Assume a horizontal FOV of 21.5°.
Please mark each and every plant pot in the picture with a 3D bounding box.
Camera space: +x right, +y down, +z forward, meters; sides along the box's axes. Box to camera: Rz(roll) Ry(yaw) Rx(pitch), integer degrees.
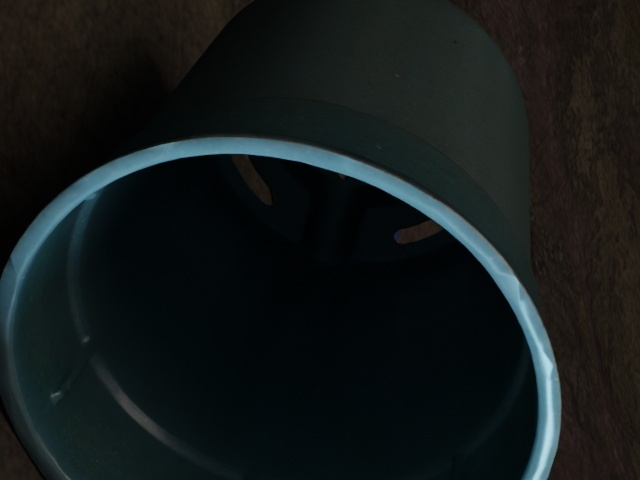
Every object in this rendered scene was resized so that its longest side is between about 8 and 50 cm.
[{"bbox_3d":[0.000,0.000,1.121,0.341,0.341,0.334,63,24,-26],"label":"plant pot"}]

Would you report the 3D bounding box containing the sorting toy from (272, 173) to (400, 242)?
[{"bbox_3d":[0.042,-0.002,1.464,0.274,0.046,0.132,27,57,-55],"label":"sorting toy"}]
